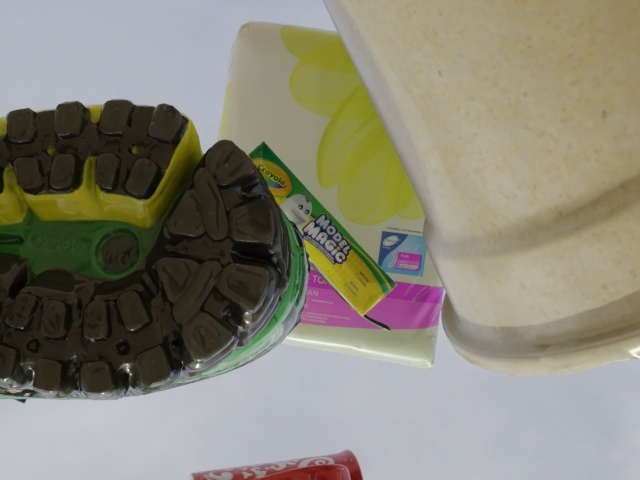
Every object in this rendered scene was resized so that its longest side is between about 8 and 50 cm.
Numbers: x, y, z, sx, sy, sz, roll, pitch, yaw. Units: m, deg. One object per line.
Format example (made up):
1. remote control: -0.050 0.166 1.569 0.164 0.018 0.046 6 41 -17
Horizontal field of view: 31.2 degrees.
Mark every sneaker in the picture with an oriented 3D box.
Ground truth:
1. sneaker: -0.170 0.020 0.481 0.343 0.146 0.134 5 -102 14

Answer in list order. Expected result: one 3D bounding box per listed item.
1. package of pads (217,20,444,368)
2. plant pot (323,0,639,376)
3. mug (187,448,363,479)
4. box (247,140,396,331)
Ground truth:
1. package of pads: 0.012 -0.045 1.068 0.229 0.101 0.297 9 -89 3
2. plant pot: 0.127 -0.154 0.589 0.334 0.334 0.305 -37 -78 -12
3. mug: -0.046 0.261 1.163 0.169 0.150 0.113 -1 -149 -14
4. box: 0.000 0.000 0.939 0.043 0.105 0.179 -41 -88 -2
